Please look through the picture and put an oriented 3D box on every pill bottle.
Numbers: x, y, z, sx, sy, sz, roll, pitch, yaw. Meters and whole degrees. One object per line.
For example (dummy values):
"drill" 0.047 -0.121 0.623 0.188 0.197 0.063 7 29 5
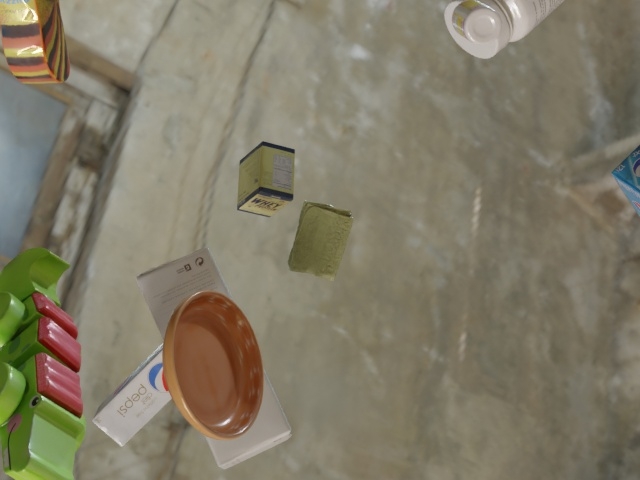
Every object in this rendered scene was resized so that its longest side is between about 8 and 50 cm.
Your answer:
"pill bottle" 0.174 -0.249 1.308 0.043 0.043 0.083 -57 -163 13
"pill bottle" 0.384 -0.492 2.260 0.283 0.160 0.160 -43 -158 -21

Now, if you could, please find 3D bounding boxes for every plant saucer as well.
"plant saucer" -0.146 0.166 1.525 0.037 0.200 0.200 -15 -128 29

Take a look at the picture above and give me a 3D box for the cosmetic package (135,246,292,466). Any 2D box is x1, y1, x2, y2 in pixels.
"cosmetic package" -0.198 0.229 2.186 0.217 0.156 0.385 94 -28 -75

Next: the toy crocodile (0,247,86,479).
"toy crocodile" -0.298 0.134 1.218 0.105 0.115 0.340 -39 -147 10

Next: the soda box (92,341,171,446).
"soda box" -0.289 0.249 1.977 0.216 0.074 0.069 -44 -171 9

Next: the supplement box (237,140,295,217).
"supplement box" -0.082 -0.091 1.726 0.083 0.056 0.083 -33 -130 55

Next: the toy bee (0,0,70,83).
"toy bee" -0.374 -0.327 1.382 0.195 0.298 0.162 -21 -167 12

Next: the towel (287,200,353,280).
"towel" 0.000 0.000 2.311 0.027 0.110 0.148 -157 -98 -80

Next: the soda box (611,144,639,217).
"soda box" 0.498 -0.050 1.649 0.071 0.210 0.067 -45 -137 1
